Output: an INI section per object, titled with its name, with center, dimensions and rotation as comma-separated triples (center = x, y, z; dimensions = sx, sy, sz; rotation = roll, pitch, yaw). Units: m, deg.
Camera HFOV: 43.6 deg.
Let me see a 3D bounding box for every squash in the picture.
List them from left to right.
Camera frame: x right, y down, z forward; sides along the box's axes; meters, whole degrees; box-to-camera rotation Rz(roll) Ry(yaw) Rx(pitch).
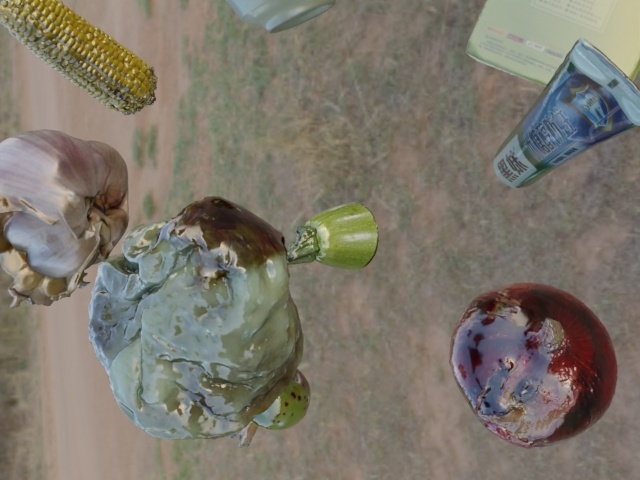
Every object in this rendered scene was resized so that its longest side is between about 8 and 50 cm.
[squash]
center = 0.002, -0.004, 1.146
dimensions = 0.105, 0.132, 0.105
rotation = 4, 95, 47

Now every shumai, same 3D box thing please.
[shumai]
center = -0.156, 0.082, 1.029
dimensions = 0.263, 0.309, 0.304
rotation = 116, 176, -62

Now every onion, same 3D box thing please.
[onion]
center = 0.340, 0.188, 1.262
dimensions = 0.195, 0.272, 0.272
rotation = 75, -176, -70

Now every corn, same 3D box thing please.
[corn]
center = -0.422, -0.328, 1.409
dimensions = 0.115, 0.318, 0.115
rotation = -29, 43, 32

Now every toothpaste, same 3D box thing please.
[toothpaste]
center = 0.257, -0.116, 0.892
dimensions = 0.099, 0.061, 0.392
rotation = 46, 174, 5

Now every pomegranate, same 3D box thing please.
[pomegranate]
center = -0.091, 0.273, 1.365
dimensions = 0.159, 0.129, 0.129
rotation = -46, 47, 32

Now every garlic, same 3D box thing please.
[garlic]
center = -0.293, 0.009, 0.879
dimensions = 0.257, 0.207, 0.207
rotation = 63, 145, 36

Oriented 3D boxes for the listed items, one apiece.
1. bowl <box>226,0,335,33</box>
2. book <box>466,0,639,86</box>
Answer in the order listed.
[bowl]
center = -0.050, -0.389, 1.218
dimensions = 0.211, 0.211, 0.112
rotation = -5, 111, 65
[book]
center = 0.385, -0.381, 1.137
dimensions = 0.035, 0.239, 0.352
rotation = -8, -58, -80
